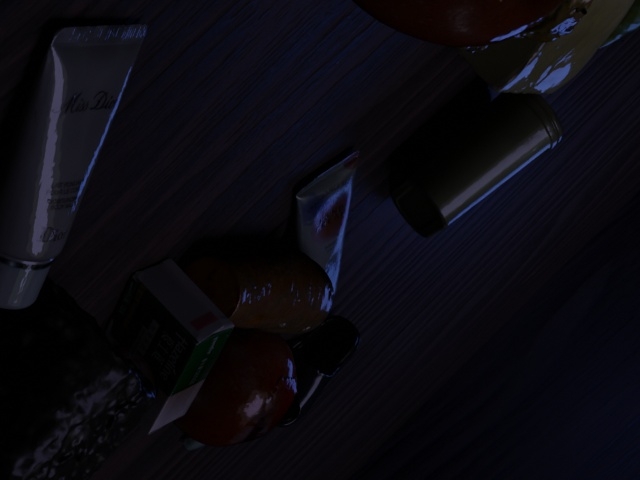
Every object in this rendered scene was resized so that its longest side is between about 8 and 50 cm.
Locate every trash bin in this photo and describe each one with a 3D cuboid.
[{"bbox_3d":[0.246,-0.124,2.365,0.247,0.121,0.243,-39,179,-9],"label":"trash bin"}]

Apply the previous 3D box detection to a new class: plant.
[{"bbox_3d":[-0.358,0.201,1.639,0.312,0.215,0.213,-39,158,-8],"label":"plant"}]

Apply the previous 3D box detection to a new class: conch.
[{"bbox_3d":[0.541,-0.409,2.520,0.095,0.079,0.201,-51,-176,-27],"label":"conch"}]

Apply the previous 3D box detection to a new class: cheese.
[{"bbox_3d":[0.347,-0.337,2.172,0.242,0.124,0.265,-49,162,23],"label":"cheese"}]

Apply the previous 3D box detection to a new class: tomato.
[{"bbox_3d":[-0.135,0.214,2.202,0.208,0.184,0.208,-40,160,-18],"label":"tomato"}]

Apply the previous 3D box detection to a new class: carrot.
[{"bbox_3d":[-0.085,0.067,2.086,0.138,0.139,0.302,-49,161,12],"label":"carrot"}]

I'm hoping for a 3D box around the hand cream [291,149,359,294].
[{"bbox_3d":[0.000,0.000,2.236,0.124,0.078,0.340,-35,155,-28],"label":"hand cream"}]

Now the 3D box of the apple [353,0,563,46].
[{"bbox_3d":[0.145,-0.363,1.411,0.348,0.277,0.348,-39,161,-16],"label":"apple"}]

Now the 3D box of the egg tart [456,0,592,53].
[{"bbox_3d":[0.295,-0.365,1.831,0.352,0.150,0.352,-58,-178,4],"label":"egg tart"}]

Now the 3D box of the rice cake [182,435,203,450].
[{"bbox_3d":[-0.186,0.342,2.615,0.042,0.030,0.180,-38,166,21],"label":"rice cake"}]

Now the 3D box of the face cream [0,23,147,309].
[{"bbox_3d":[-0.272,-0.078,1.458,0.143,0.089,0.314,-15,135,-58],"label":"face cream"}]

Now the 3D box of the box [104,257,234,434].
[{"bbox_3d":[-0.214,0.142,1.952,0.081,0.135,0.199,-26,153,-45],"label":"box"}]

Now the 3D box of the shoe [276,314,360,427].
[{"bbox_3d":[-0.025,0.215,2.587,0.241,0.108,0.093,-45,162,-24],"label":"shoe"}]
